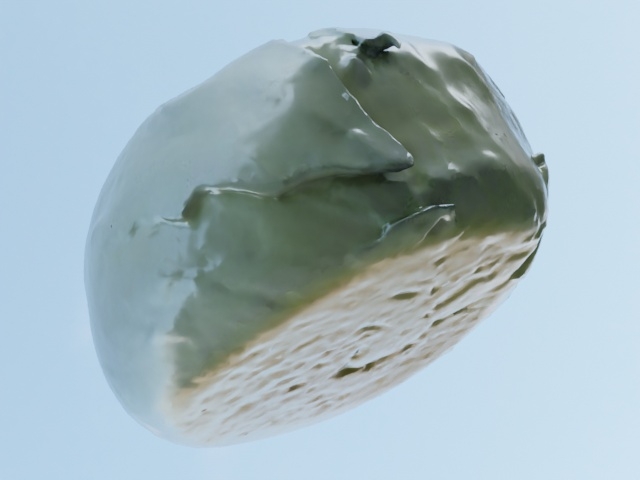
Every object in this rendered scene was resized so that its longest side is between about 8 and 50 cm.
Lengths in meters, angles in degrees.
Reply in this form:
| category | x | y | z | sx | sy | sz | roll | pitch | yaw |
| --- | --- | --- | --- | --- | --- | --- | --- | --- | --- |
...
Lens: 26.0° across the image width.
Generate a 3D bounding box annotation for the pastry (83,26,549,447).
| category | x | y | z | sx | sy | sz | roll | pitch | yaw |
| --- | --- | --- | --- | --- | --- | --- | --- | --- | --- |
| pastry | -0.001 | 0.001 | 0.714 | 0.265 | 0.133 | 0.265 | -20 | -26 | -10 |
